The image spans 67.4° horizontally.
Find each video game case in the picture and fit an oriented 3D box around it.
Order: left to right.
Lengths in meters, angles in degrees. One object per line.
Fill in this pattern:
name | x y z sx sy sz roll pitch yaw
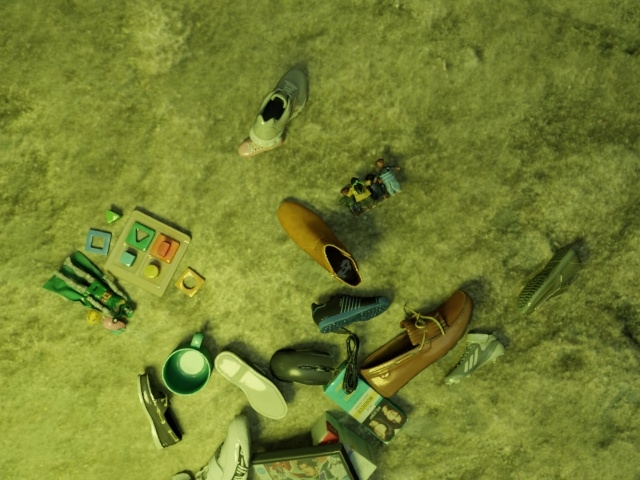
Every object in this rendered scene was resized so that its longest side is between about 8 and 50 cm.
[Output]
video game case | -0.025 0.676 1.330 0.274 0.035 0.249 -15 110 20

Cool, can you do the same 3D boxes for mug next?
mug | -0.354 0.342 1.336 0.157 0.097 0.129 -39 95 -2

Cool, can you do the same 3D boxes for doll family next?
doll family | 0.141 -0.152 1.365 0.192 0.076 0.112 -30 90 -7

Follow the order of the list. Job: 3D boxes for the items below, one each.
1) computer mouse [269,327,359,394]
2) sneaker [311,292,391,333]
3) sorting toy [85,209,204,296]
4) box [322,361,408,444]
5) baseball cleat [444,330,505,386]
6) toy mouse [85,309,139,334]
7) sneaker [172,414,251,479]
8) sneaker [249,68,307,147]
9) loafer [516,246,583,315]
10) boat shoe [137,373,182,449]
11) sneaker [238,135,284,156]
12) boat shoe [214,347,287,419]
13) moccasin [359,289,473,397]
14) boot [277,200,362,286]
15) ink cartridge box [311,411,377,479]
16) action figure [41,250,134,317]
computer mouse | -0.016 0.321 1.353 0.261 0.060 0.184 7 78 12
sneaker | 0.086 0.187 1.372 0.232 0.081 0.091 -14 55 -21
sorting toy | -0.482 0.038 1.335 0.347 0.047 0.196 27 91 -6
box | 0.130 0.473 1.399 0.244 0.060 0.101 40 90 -5
baseball cleat | 0.438 0.340 1.422 0.205 0.072 0.110 -29 81 -7
toy mouse | -0.567 0.231 1.303 0.143 0.161 0.031 31 65 -20
sneaker | -0.311 0.660 1.334 0.210 0.137 0.366 8 96 -8
sneaker | -0.097 -0.372 1.279 0.099 0.121 0.263 25 66 -5
loafer | 0.680 0.133 1.407 0.087 0.094 0.251 43 89 -1
boat shoe | -0.451 0.471 1.347 0.068 0.081 0.228 -16 101 -6
sneaker | -0.167 -0.270 1.333 0.134 0.070 0.051 -17 96 -2
boat shoe | -0.193 0.402 1.360 0.254 0.079 0.095 38 94 -2
moccasin | 0.274 0.274 1.372 0.380 0.139 0.147 -40 104 8
boot | 0.000 0.001 1.289 0.104 0.211 0.295 -45 95 -2
ink cartridge box | 0.065 0.589 1.366 0.175 0.127 0.072 38 91 -5
action figure | -0.610 0.139 1.314 0.232 0.063 0.137 38 55 -12
